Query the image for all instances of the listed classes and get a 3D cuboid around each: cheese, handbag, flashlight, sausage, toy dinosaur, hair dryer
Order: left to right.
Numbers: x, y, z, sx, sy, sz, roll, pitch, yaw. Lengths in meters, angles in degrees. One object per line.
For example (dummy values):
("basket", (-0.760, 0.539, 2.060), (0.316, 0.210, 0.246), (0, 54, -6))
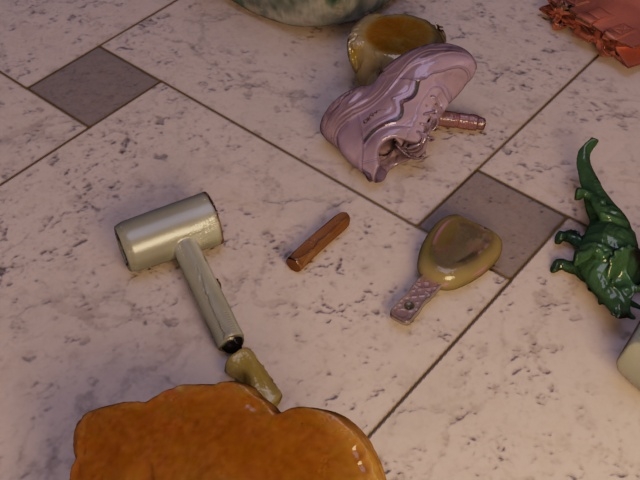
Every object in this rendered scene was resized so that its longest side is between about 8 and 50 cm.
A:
("hair dryer", (-0.161, 0.053, 1.166), (0.131, 0.073, 0.236), (-21, 59, -17))
("cheese", (-0.080, 0.163, 1.074), (0.044, 0.030, 0.083), (-23, 57, -28))
("sausage", (0.000, 0.000, 1.231), (0.026, 0.026, 0.116), (30, 53, 25))
("cheese", (0.151, 0.042, 1.184), (0.097, 0.037, 0.192), (27, 53, 25))
("flashlight", (0.192, -0.181, 1.398), (0.110, 0.031, 0.052), (8, 71, 3))
("toy dinosaur", (0.350, -0.013, 1.211), (0.120, 0.079, 0.292), (-4, 49, -11))
("handbag", (0.489, -0.373, 1.558), (0.157, 0.059, 0.212), (-25, 50, -23))

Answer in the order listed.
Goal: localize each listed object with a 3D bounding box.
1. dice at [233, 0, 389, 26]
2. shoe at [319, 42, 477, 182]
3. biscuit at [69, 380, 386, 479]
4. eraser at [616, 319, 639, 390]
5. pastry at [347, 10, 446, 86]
("dice", (-0.013, -0.588, 1.563), (0.328, 0.348, 0.330), (29, 52, 26))
("shoe", (0.129, -0.182, 1.334), (0.245, 0.095, 0.138), (-30, 61, -1))
("biscuit", (-0.115, 0.273, 0.878), (0.376, 0.051, 0.269), (-14, 73, 11))
("eraser", (0.493, 0.089, 1.095), (0.189, 0.104, 0.290), (35, 55, 13))
("pastry", (0.119, -0.292, 1.461), (0.165, 0.088, 0.166), (0, 46, 0))
